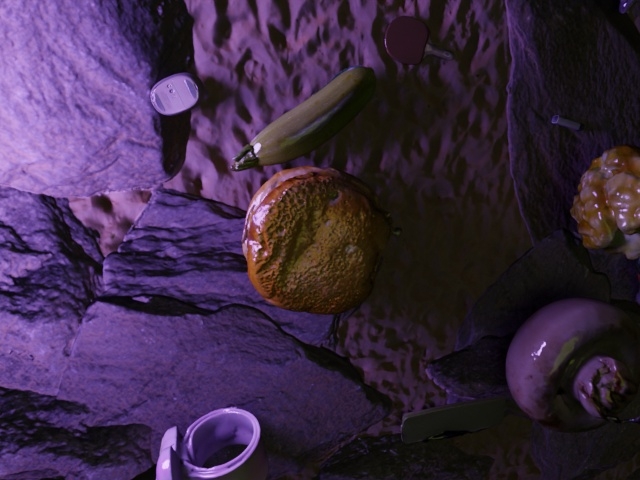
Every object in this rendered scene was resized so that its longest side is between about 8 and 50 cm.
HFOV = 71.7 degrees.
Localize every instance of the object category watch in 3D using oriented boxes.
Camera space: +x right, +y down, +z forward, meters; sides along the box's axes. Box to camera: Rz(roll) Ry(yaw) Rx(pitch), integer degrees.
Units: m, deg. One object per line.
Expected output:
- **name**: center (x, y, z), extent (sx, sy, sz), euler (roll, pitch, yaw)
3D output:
- **watch**: center (-0.224, 0.474, 0.943), extent (0.217, 0.248, 0.211), euler (-14, 110, -13)

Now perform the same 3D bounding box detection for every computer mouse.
- **computer mouse**: center (-0.258, -0.266, 0.806), extent (0.096, 0.039, 0.066), euler (-23, 112, 1)

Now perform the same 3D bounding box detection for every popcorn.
- **popcorn**: center (0.736, -0.079, 1.010), extent (0.279, 0.275, 0.335), euler (-26, 161, 32)

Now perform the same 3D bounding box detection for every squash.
- **squash**: center (-0.026, -0.221, 0.859), extent (0.341, 0.094, 0.094), euler (-36, 113, -4)

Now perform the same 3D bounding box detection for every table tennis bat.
- **table tennis bat**: center (0.203, -0.400, 0.904), extent (0.156, 0.013, 0.087), euler (10, 102, -16)

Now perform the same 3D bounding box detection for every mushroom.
- **mushroom**: center (0.660, 0.326, 1.110), extent (0.362, 0.294, 0.363), euler (-4, 108, -12)

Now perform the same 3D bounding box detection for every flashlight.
- **flashlight**: center (0.585, -0.276, 1.044), extent (0.083, 0.018, 0.018), euler (10, 103, -18)

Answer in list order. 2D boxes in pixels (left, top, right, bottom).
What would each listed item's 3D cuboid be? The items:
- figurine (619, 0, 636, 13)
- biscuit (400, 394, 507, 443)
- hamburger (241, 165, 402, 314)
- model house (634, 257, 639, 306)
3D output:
- **figurine**: center (0.706, -0.640, 0.826), extent (0.361, 0.266, 0.378), euler (31, 98, -23)
- **biscuit**: center (0.366, 0.493, 1.222), extent (0.322, 0.038, 0.099), euler (-5, 105, -13)
- **hamburger**: center (0.000, 0.000, 0.892), extent (0.314, 0.170, 0.290), euler (13, 107, -20)
- **model house**: center (1.020, 0.127, 1.233), extent (0.271, 0.190, 0.301), euler (-30, 128, -9)
